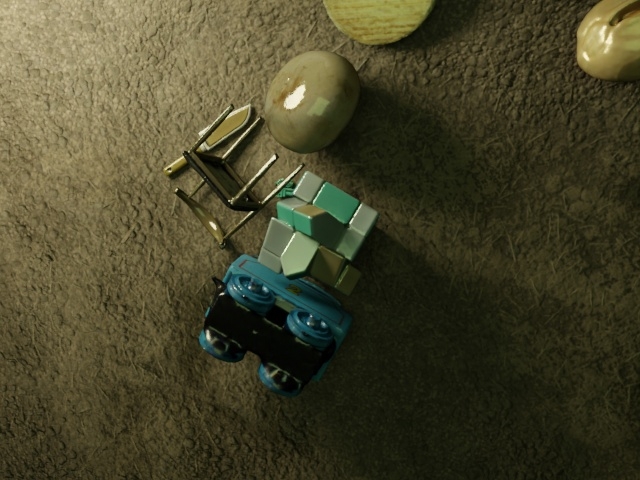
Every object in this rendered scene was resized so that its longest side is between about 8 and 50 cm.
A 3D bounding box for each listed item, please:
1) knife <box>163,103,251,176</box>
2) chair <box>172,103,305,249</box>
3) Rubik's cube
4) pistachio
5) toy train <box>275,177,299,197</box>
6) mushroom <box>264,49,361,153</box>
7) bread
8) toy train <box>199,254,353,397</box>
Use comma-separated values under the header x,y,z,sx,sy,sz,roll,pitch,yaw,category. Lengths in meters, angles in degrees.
x,y,z,sx,sy,sz,roll,pitch,yaw,category
-0.257,-0.229,1.751,0.256,0.022,0.046,-33,86,10,knife
-0.201,-0.130,1.670,0.272,0.166,0.188,-46,74,13,chair
0.000,0.000,1.621,0.224,0.265,0.213,31,84,4,Rubik's cube
0.658,-0.415,1.536,0.299,0.187,0.187,-17,93,3,pistachio
-0.058,-0.114,1.731,0.092,0.029,0.045,9,104,6,toy train
-0.011,-0.287,1.629,0.226,0.226,0.178,-45,129,10,mushroom
0.126,-0.550,1.636,0.267,0.040,0.267,4,107,13,bread
-0.101,0.171,1.645,0.300,0.265,0.188,30,109,3,toy train
